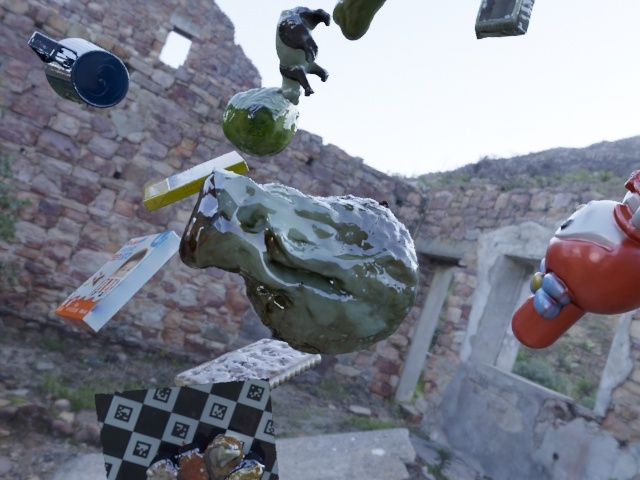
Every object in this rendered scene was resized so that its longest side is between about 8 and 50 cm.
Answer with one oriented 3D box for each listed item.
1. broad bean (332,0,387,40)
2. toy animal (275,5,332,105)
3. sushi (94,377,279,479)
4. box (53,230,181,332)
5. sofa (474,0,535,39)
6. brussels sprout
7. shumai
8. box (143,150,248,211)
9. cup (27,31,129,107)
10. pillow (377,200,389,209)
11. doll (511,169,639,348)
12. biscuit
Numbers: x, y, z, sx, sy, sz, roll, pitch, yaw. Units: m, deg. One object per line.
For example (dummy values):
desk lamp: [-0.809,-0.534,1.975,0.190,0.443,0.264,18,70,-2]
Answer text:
broad bean: [0.137,-0.751,1.489,0.121,0.263,0.189,53,41,9]
toy animal: [-0.049,-0.412,1.089,0.121,0.093,0.225,25,-36,16]
sushi: [-0.217,0.372,0.793,0.290,0.263,0.050,-5,3,-6]
box: [-0.470,0.088,1.107,0.273,0.265,0.048,-7,-53,50]
sofa: [0.674,-0.802,1.656,0.176,0.225,0.210,7,11,-35]
brussels sprout: [-0.185,-0.402,1.597,0.219,0.271,0.210,32,-19,28]
shumai: [-0.023,0.017,0.580,0.272,0.222,0.203,1,-20,18]
box: [-0.190,-0.092,0.723,0.087,0.155,0.023,47,-21,59]
cup: [-0.478,-0.340,0.951,0.155,0.131,0.176,28,-2,42]
pillow: [0.196,-0.040,1.512,0.118,0.043,0.184,-12,-71,45]
doll: [0.342,0.024,0.577,0.161,0.290,0.130,-19,57,-44]
biscuit: [-0.170,0.312,1.174,0.217,0.044,0.325,9,12,36]
